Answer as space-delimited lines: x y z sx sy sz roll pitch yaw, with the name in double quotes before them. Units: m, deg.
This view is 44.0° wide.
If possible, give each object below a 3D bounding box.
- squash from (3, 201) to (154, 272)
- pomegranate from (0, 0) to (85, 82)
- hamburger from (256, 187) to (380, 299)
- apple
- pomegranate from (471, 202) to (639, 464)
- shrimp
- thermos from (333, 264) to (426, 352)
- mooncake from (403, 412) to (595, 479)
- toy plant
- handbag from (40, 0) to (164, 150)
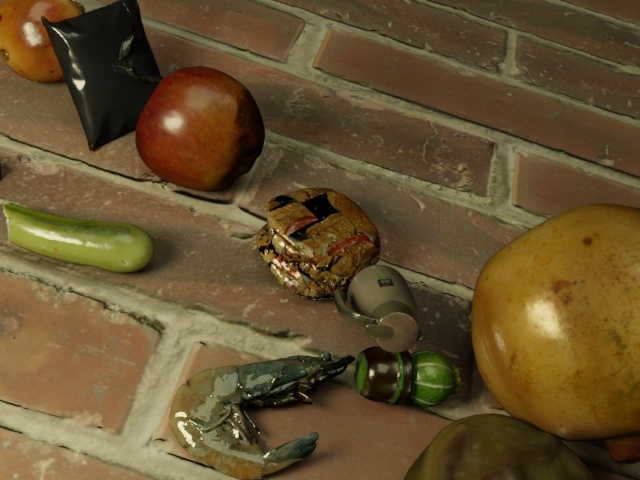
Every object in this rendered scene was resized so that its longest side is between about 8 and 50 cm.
"squash" -0.396 -0.002 1.294 0.250 0.083 0.083 11 46 -2
"pomegranate" -0.541 -0.401 1.546 0.191 0.191 0.191 9 47 -9
"hamburger" 0.000 0.000 1.396 0.231 0.107 0.231 12 39 -9
"apple" -0.211 -0.196 1.429 0.230 0.230 0.230 9 47 -9
"pomegranate" 0.438 0.141 1.199 0.416 0.417 0.417 9 47 -9
"shrimp" -0.071 0.253 1.164 0.289 0.075 0.178 -6 58 -23
"thermos" 0.089 0.112 1.256 0.137 0.105 0.193 16 14 -9
"mooncake" 0.253 0.381 1.086 0.284 0.155 0.284 10 46 -11
"toy plant" 0.141 0.214 1.247 0.162 0.093 0.093 6 47 -12
"handbag" -0.393 -0.323 1.512 0.211 0.254 0.088 -29 17 -38
